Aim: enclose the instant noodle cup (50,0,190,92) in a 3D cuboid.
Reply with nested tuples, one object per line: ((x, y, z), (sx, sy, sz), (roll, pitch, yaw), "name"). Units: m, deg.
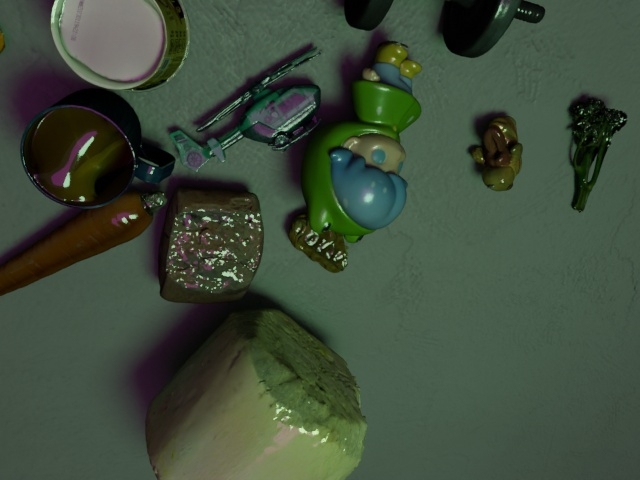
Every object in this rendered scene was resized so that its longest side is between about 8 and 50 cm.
((-0.223, -0.237, 0.572), (0.151, 0.122, 0.152), (-5, 114, -12), "instant noodle cup")

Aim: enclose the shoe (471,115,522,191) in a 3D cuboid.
((0.269, -0.132, 0.779), (0.069, 0.072, 0.109), (-28, 133, -44), "shoe")

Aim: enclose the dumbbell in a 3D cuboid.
((0.132, -0.311, 0.613), (0.325, 0.143, 0.143), (7, 113, -17), "dumbbell")

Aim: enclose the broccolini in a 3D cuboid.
((0.433, -0.127, 0.826), (0.058, 0.074, 0.201), (-17, 122, -25), "broccolini")

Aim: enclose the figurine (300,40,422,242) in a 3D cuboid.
((0.064, -0.126, 0.693), (0.162, 0.143, 0.264), (14, 96, -57), "figurine")

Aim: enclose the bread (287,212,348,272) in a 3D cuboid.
((0.000, 0.000, 0.781), (0.110, 0.060, 0.066), (38, 131, -25), "bread")

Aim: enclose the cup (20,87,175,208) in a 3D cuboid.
((-0.264, -0.105, 0.616), (0.113, 0.138, 0.150), (-38, 118, 6), "cup")

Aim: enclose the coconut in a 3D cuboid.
((-0.104, 0.285, 0.759), (0.297, 0.297, 0.309), (37, 101, -26), "coconut")

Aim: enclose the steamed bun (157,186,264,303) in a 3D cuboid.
((-0.153, 0.012, 0.720), (0.144, 0.106, 0.175), (7, 111, -17), "steamed bun")

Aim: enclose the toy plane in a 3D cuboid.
((-0.083, -0.160, 0.682), (0.235, 0.060, 0.096), (-33, 111, 0), "toy plane")

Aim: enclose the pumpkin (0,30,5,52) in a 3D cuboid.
((-0.397, -0.247, 0.577), (0.050, 0.028, 0.083), (-27, 127, -2), "pumpkin")

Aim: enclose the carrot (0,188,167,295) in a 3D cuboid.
((-0.357, 0.010, 0.696), (0.335, 0.069, 0.069), (-26, 119, 4), "carrot")
